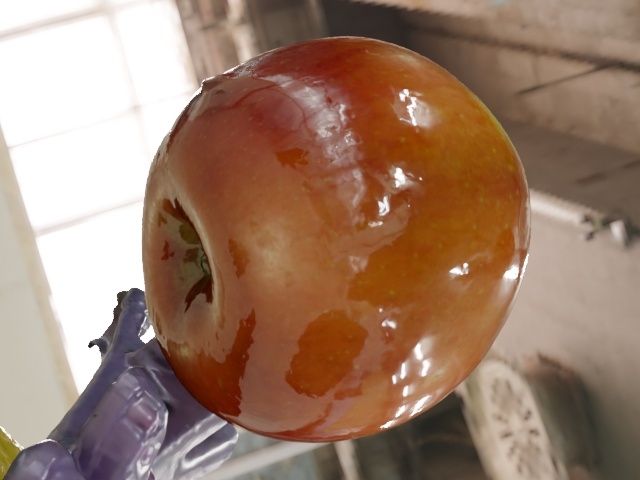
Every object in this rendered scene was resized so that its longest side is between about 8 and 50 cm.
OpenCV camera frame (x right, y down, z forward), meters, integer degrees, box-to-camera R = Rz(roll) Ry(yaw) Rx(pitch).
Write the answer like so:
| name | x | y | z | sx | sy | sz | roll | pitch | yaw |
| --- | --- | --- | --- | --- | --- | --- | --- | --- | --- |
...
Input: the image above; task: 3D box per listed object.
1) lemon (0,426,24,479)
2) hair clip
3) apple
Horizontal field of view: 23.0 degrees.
| name | x | y | z | sx | sy | sz | roll | pitch | yaw |
| --- | --- | --- | --- | --- | --- | --- | --- | --- | --- |
| lemon | -0.229 | 0.193 | 0.761 | 0.310 | 0.253 | 0.253 | 58 | -7 | -31 |
| hair clip | -0.090 | 0.094 | 0.631 | 0.137 | 0.090 | 0.278 | -65 | 177 | 27 |
| apple | 0.000 | 0.000 | 0.615 | 0.163 | 0.139 | 0.163 | 29 | -53 | 46 |
